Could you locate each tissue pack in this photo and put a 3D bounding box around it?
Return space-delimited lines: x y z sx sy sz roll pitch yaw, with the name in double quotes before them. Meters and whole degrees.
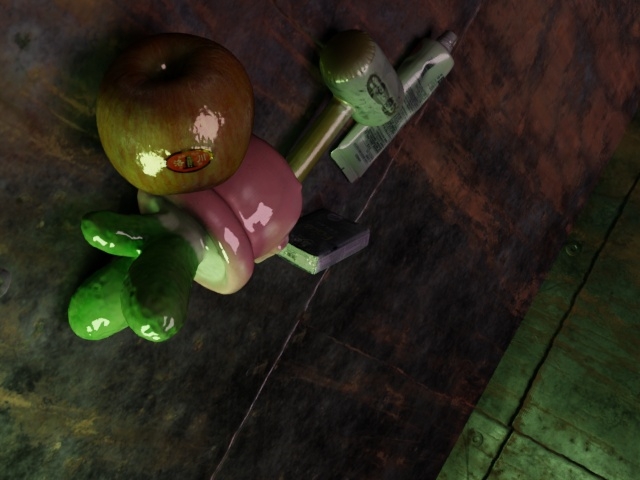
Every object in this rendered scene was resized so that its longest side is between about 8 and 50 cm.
"tissue pack" 0.000 0.000 1.794 0.156 0.112 0.051 -27 134 -44

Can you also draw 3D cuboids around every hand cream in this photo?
"hand cream" 0.144 -0.264 1.867 0.341 0.077 0.124 -50 149 -6

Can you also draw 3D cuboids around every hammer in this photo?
"hammer" 0.014 -0.196 1.680 0.305 0.113 0.202 -54 146 -4

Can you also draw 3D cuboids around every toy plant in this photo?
"toy plant" -0.183 -0.001 1.382 0.356 0.317 0.211 -38 107 -30

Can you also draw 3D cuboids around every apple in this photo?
"apple" -0.187 -0.163 1.290 0.211 0.211 0.188 -43 146 -29
